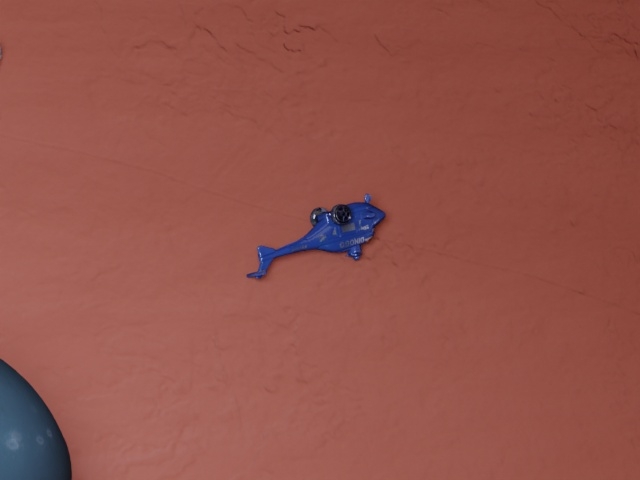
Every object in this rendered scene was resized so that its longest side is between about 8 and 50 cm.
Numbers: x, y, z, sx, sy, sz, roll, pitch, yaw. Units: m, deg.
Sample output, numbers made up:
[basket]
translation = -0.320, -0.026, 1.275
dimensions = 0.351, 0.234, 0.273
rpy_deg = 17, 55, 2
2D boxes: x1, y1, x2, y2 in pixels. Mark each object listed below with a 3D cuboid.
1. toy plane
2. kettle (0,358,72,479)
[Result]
[toy plane]
translation = 0.000, 0.000, 1.633
dimensions = 0.167, 0.054, 0.062
rpy_deg = -19, 96, -29
[kettle]
translation = -0.306, 0.218, 1.243
dimensions = 0.247, 0.342, 0.319
rpy_deg = -21, 74, 13
